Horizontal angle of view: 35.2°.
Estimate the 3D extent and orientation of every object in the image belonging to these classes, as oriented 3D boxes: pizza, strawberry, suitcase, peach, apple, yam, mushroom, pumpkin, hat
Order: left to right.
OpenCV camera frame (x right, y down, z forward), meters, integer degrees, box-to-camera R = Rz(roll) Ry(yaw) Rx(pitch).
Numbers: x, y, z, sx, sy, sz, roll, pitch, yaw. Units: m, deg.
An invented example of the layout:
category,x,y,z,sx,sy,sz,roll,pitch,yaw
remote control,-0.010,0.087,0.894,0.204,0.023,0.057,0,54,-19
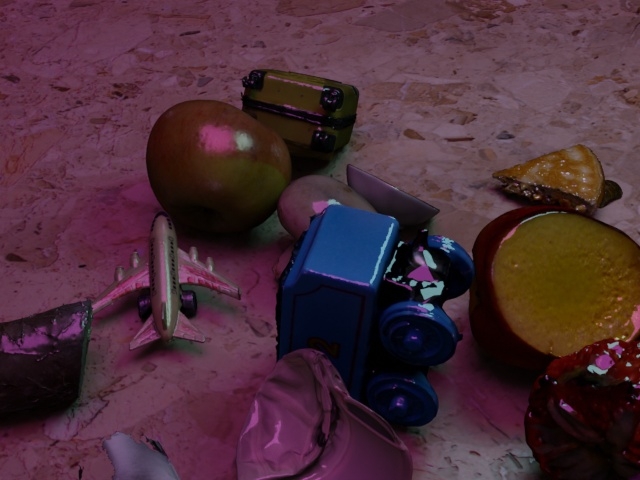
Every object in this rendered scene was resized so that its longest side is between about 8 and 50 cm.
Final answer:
category,x,y,z,sx,sy,sz,roll,pitch,yaw
yam,-0.444,0.177,1.460,0.254,0.154,0.154,-12,45,-12
apple,-0.179,-0.124,1.710,0.261,0.261,0.194,12,67,12
suitcase,-0.040,-0.231,1.848,0.194,0.143,0.235,14,13,10
mushroom,0.000,0.000,1.640,0.204,0.204,0.204,0,44,0
hat,0.014,0.274,1.373,0.226,0.219,0.164,32,10,-7
pizza,0.409,-0.103,1.815,0.199,0.062,0.188,2,38,12
peach,0.358,0.068,1.504,0.274,0.249,0.245,8,19,5
pumpkin,0.511,-0.091,1.822,0.083,0.028,0.050,-22,46,-27
strawberry,0.423,0.234,1.334,0.261,0.261,0.257,28,44,26

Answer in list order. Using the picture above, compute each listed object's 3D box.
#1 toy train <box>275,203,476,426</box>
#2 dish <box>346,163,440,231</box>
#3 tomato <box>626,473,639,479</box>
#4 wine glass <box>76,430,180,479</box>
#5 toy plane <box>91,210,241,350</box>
category,x,y,z,sx,sy,sz,roll,pitch,yaw
toy train,0.069,0.106,1.419,0.265,0.300,0.188,14,45,10
dish,0.112,-0.065,1.739,0.190,0.190,0.066,29,94,27
tomato,0.371,0.380,1.089,0.176,0.289,0.335,34,89,-11
wine glass,-0.206,0.388,1.249,0.143,0.143,0.321,-20,44,-19
toy plane,-0.249,0.062,1.611,0.242,0.104,0.256,-7,44,-3
